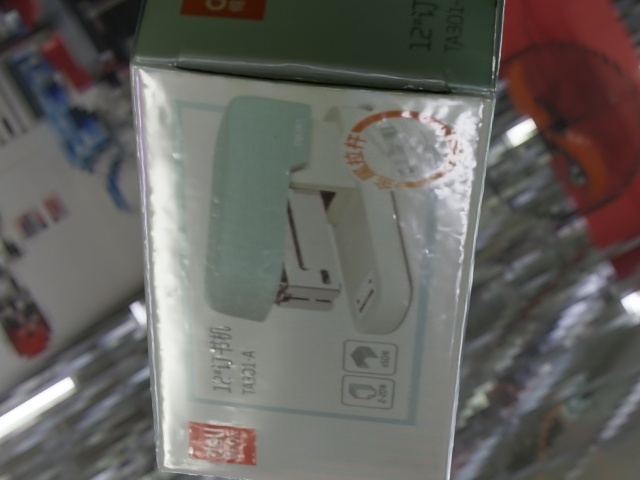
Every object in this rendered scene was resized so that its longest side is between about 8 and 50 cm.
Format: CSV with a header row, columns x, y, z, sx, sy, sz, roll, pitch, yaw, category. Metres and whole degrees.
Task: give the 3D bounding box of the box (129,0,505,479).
x,y,z,sx,sy,sz,roll,pitch,yaw,category
0.000,0.000,0.794,0.135,0.269,0.079,6,-130,3,box
